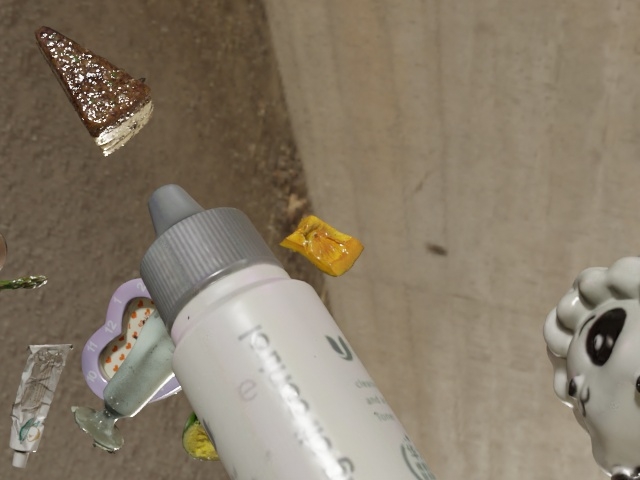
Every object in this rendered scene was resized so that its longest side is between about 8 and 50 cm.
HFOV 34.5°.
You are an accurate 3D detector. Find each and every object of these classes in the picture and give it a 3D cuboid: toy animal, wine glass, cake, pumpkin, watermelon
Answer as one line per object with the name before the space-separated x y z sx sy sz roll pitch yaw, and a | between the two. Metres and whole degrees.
toy animal | 0.270 0.082 0.790 0.204 0.156 0.208 -18 130 -22
wine glass | -0.191 0.144 1.084 0.155 0.072 0.072 -50 165 9
cake | -0.425 -0.257 1.798 0.135 0.246 0.112 -58 174 -25
pumpkin | 0.002 0.000 1.283 0.073 0.101 0.035 -37 147 -49
watermelon | -0.155 0.276 1.526 0.062 0.105 0.105 -115 -164 -49

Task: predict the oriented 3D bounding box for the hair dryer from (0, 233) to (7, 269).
hair dryer | -0.406 -0.036 1.077 0.182 0.064 0.117 61 15 0

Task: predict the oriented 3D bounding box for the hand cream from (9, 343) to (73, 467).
hand cream | -0.529 0.304 1.911 0.084 0.050 0.257 7 107 -32

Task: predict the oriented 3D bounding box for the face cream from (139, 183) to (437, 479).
face cream | -0.014 0.090 0.538 0.092 0.311 0.092 -26 153 -15

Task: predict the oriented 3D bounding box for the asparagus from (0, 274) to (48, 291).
asparagus | -0.626 0.081 1.955 0.027 0.236 0.034 -85 172 -49

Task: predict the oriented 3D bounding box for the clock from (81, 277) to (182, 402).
clock | -0.256 0.163 1.554 0.198 0.172 0.064 -61 165 7
